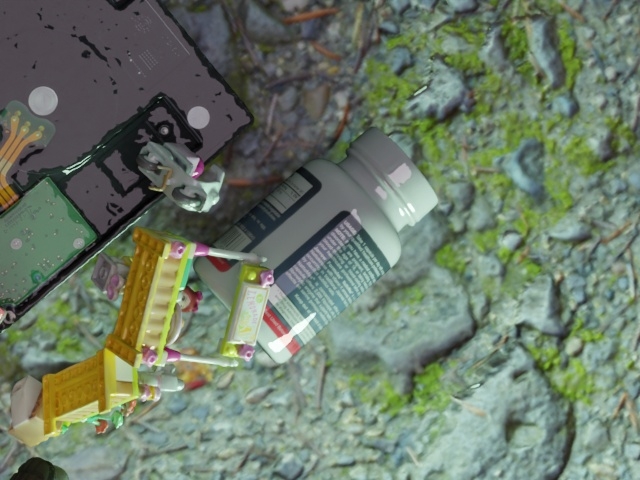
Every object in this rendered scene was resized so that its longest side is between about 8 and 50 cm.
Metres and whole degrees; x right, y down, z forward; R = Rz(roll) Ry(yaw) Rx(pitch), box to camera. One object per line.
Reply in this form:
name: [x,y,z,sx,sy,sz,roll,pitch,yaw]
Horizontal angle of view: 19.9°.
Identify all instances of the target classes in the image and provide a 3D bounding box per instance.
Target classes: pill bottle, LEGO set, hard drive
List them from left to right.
hard drive: [-0.252,-0.074,1.388,0.339,0.064,0.237,-41,103,-6]
LEGO set: [-0.125,0.073,1.365,0.107,0.132,0.287,9,123,-36]
pill bottle: [0.000,0.000,1.427,0.180,0.108,0.108,-41,103,-5]

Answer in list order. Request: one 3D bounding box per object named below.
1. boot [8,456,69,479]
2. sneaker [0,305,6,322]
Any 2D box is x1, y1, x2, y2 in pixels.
boot: [-0.201,0.299,1.443,0.161,0.083,0.246,18,98,-20]
sneaker: [-0.295,0.079,1.307,0.136,0.116,0.314,5,96,-14]
